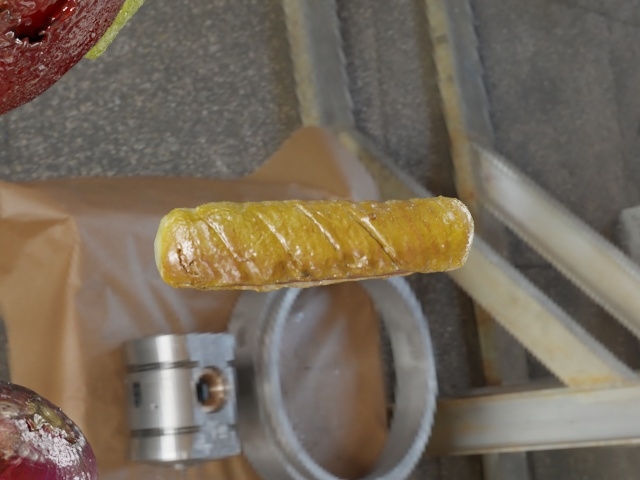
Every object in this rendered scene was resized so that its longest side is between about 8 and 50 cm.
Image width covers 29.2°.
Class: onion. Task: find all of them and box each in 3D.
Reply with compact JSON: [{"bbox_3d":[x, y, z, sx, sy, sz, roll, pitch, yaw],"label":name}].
[{"bbox_3d":[-0.327,0.255,1.196,0.218,0.140,0.195,-50,146,7],"label":"onion"}]

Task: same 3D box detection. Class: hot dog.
[{"bbox_3d":[-0.001,-0.001,1.077,0.285,0.061,0.088,-8,81,-13],"label":"hot dog"}]

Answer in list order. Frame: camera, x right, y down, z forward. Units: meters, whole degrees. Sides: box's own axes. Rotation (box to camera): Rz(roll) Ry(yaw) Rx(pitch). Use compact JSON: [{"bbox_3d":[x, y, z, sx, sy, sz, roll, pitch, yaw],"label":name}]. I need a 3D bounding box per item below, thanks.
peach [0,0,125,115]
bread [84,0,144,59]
[{"bbox_3d":[-0.122,-0.157,0.478,0.189,0.068,0.279,25,91,-49],"label":"peach"},{"bbox_3d":[-0.207,-0.228,1.044,0.129,0.114,0.111,46,6,-20],"label":"bread"}]
